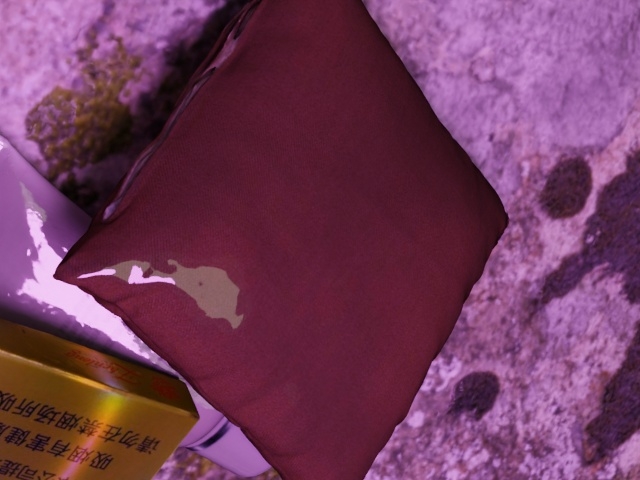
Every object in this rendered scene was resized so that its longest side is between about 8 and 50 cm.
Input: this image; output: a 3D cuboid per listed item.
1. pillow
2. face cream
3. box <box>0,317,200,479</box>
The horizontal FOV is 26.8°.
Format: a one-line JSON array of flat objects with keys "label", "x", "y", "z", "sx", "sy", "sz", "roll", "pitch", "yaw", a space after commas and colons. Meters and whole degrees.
[{"label": "pillow", "x": 0.000, "y": 0.000, "z": 0.928, "sx": 0.305, "sy": 0.108, "sz": 0.307, "roll": 50, "pitch": 58, "yaw": -32}, {"label": "face cream", "x": -0.146, "y": 0.064, "z": 0.925, "sx": 0.314, "sy": 0.089, "sz": 0.143, "roll": 36, "pitch": 91, "yaw": -31}, {"label": "box", "x": -0.236, "y": 0.192, "z": 0.890, "sx": 0.173, "sy": 0.043, "sz": 0.311, "roll": 26, "pitch": 112, "yaw": -37}]
